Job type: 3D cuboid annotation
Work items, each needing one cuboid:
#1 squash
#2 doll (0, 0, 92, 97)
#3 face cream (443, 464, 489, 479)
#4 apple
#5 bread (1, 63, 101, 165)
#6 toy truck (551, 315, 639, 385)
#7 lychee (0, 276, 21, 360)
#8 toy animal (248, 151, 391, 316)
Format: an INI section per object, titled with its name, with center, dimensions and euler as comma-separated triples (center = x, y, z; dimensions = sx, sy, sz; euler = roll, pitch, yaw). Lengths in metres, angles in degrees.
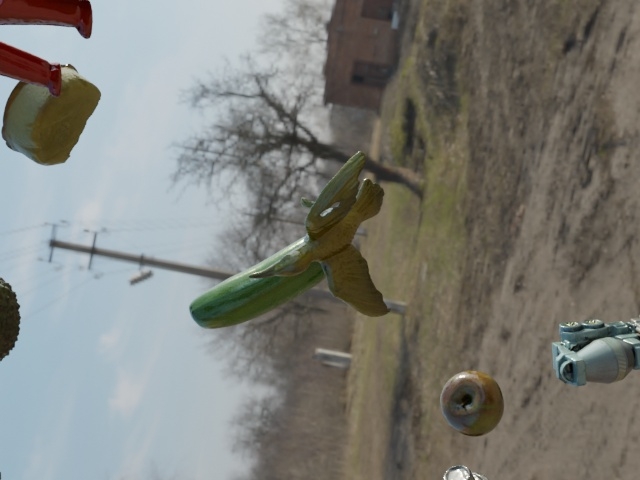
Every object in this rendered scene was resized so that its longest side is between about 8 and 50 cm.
[squash]
center = -0.081, 0.070, 1.395
dimensions = 0.082, 0.292, 0.082
euler = 61, -175, -9
[doll]
center = -0.451, -0.244, 0.914
dimensions = 0.188, 0.383, 0.099
euler = -41, 48, 51
[face cream]
center = 0.267, 0.487, 1.336
dimensions = 0.105, 0.104, 0.349
euler = -77, -34, -58
[apple]
center = 0.209, 0.221, 1.168
dimensions = 0.074, 0.089, 0.090
euler = 9, -89, -47
[bread]
center = -0.405, -0.191, 1.270
dimensions = 0.156, 0.086, 0.125
euler = -58, -16, 3
[toy truck]
center = 0.540, 0.207, 1.554
dimensions = 0.140, 0.256, 0.108
euler = -125, 28, -79
[lychee]
center = -0.596, 0.138, 1.486
dimensions = 0.171, 0.171, 0.171
euler = 10, -90, -88
[toy animal]
center = 0.000, 0.000, 0.905
dimensions = 0.095, 0.155, 0.219
euler = -92, -16, -49
